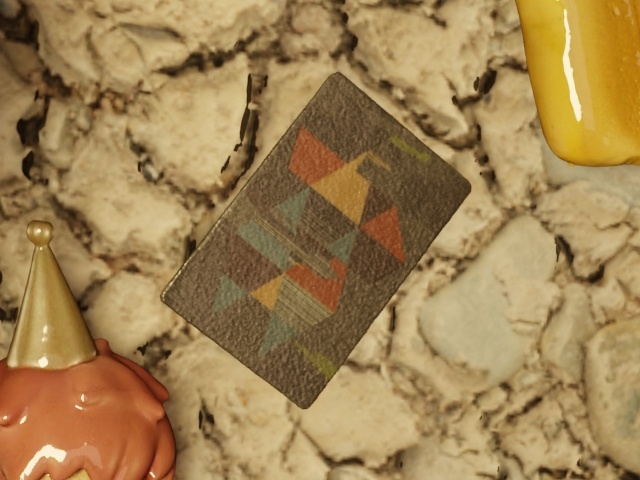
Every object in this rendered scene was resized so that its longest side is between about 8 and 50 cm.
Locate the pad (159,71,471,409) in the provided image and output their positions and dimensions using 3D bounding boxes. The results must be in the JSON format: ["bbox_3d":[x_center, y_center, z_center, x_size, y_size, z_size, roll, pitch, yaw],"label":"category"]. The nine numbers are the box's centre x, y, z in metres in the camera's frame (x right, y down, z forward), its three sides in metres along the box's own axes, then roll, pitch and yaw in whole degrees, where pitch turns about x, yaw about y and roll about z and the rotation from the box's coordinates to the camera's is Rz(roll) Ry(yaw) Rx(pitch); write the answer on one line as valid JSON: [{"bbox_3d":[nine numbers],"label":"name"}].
[{"bbox_3d":[0.000,0.000,1.208,0.143,0.003,0.211,39,81,-15],"label":"pad"}]

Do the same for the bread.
[{"bbox_3d":[0.210,-0.137,1.224,0.134,0.085,0.173,-12,94,-20],"label":"bread"}]

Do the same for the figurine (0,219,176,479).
[{"bbox_3d":[-0.161,0.182,1.083,0.207,0.166,0.386,4,94,-34],"label":"figurine"}]
